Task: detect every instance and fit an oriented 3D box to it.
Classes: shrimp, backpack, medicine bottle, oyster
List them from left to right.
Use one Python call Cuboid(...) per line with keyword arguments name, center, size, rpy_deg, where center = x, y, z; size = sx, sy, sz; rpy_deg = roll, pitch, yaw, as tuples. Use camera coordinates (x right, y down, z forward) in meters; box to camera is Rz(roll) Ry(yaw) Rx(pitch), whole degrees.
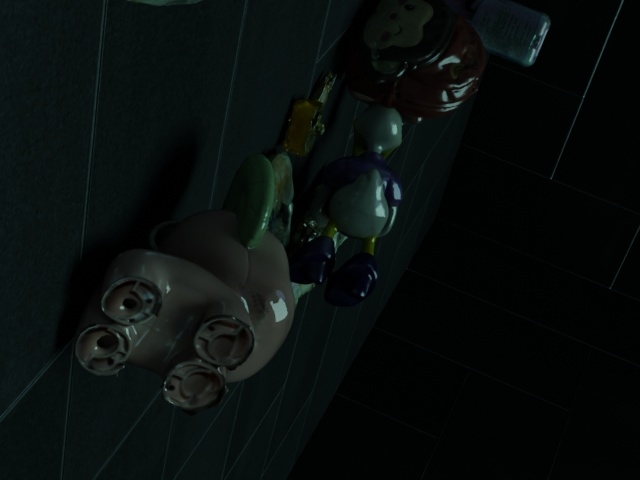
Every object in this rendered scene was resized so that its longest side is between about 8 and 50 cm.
Cuboid(name="shrimp", center=(-0.085, 0.020, 1.757), size=(0.247, 0.085, 0.360), rpy_deg=(-66, 169, -45))
Cuboid(name="oyster", center=(-0.009, -0.003, 2.059), size=(0.259, 0.092, 0.198), rpy_deg=(-58, 169, -2))
Cuboid(name="shrimp", center=(-0.006, -0.205, 1.803), size=(0.059, 0.023, 0.108), rpy_deg=(110, 4, -79))
Cuboid(name="backpack", center=(0.154, -0.290, 1.887), size=(0.139, 0.229, 0.229), rpy_deg=(103, 14, -59))
Cuboid(name="medicine bottle", center=(0.286, -0.368, 2.011), size=(0.119, 0.188, 0.094), rpy_deg=(-35, 148, -74))

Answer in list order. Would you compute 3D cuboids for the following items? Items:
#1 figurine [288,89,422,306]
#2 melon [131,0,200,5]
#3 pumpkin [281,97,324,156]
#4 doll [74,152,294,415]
Cuboid(name="figurine", center=(0.064, -0.095, 1.920), size=(0.193, 0.154, 0.421), rpy_deg=(113, -5, -54))
Cuboid(name="melon", center=(-0.087, -0.285, 0.993), size=(0.093, 0.202, 0.139), rpy_deg=(52, 25, -58))
Cuboid(name="pumpkin", center=(-0.019, -0.165, 1.726), size=(0.074, 0.054, 0.083), rpy_deg=(-48, 154, -74))
Cuboid(name="doll", center=(-0.139, 0.045, 1.302), size=(0.284, 0.216, 0.268), rpy_deg=(-54, -159, 25))
